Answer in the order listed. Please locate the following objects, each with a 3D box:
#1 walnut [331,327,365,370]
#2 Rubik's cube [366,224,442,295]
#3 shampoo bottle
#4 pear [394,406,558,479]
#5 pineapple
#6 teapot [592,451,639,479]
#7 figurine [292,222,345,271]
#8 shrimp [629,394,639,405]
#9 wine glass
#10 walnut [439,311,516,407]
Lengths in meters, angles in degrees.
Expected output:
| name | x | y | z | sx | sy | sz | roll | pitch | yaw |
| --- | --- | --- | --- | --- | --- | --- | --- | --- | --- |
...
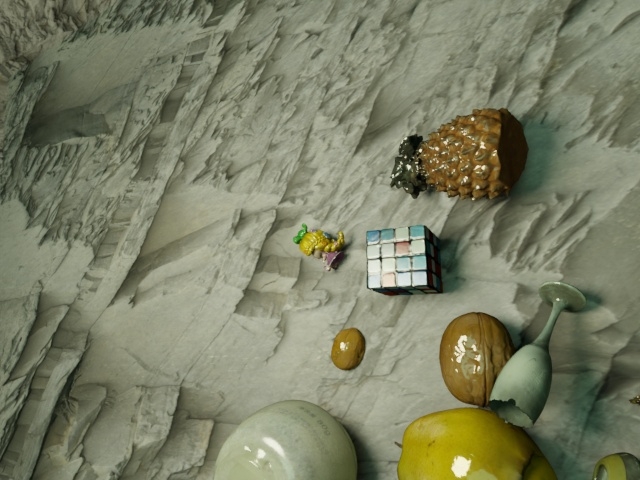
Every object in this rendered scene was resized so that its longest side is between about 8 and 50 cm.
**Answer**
| name | x | y | z | sx | sy | sz | roll | pitch | yaw |
| --- | --- | --- | --- | --- | --- | --- | --- | --- | --- |
| walnut | 0.068 | 0.293 | 1.203 | 0.091 | 0.052 | 0.121 | 17 | 88 | 27 |
| Rubik's cube | 0.212 | 0.056 | 1.125 | 0.154 | 0.155 | 0.151 | -7 | 75 | 26 |
| shampoo bottle | -0.078 | 0.553 | 1.066 | 0.322 | 0.317 | 0.323 | -7 | 73 | 24 |
| pear | 0.298 | 0.490 | 0.910 | 0.336 | 0.285 | 0.285 | -23 | 68 | 27 |
| pineapple | 0.309 | -0.203 | 1.125 | 0.357 | 0.223 | 0.223 | -1 | 77 | 45 |
| teapot | 0.592 | 0.491 | 0.852 | 0.119 | 0.130 | 0.166 | 14 | 118 | 15 |
| figurine | 0.000 | 0.000 | 1.284 | 0.156 | 0.094 | 0.115 | 37 | 107 | 26 |
| shrimp | 0.673 | 0.296 | 0.898 | 0.108 | 0.023 | 0.059 | -34 | 39 | 33 |
| wine glass | 0.511 | 0.254 | 0.869 | 0.264 | 0.096 | 0.309 | 23 | 57 | 28 |
| walnut | 0.352 | 0.265 | 0.999 | 0.167 | 0.167 | 0.207 | -7 | 73 | 26 |
